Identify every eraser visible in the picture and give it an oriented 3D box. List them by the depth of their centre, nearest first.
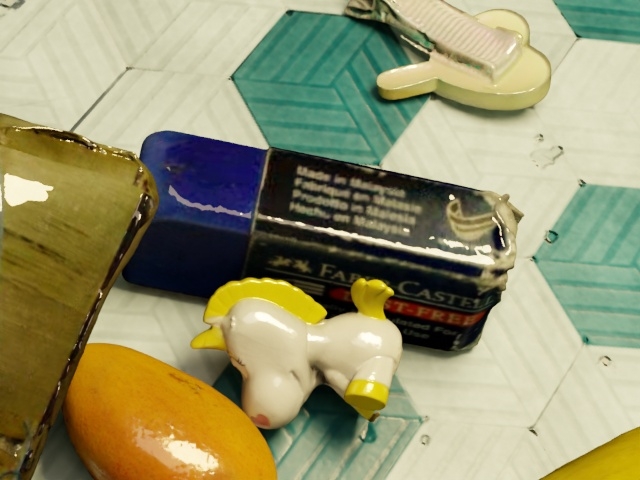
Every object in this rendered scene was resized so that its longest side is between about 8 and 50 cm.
[{"bbox_3d":[0.000,0.000,1.596,0.332,0.155,0.102,11,58,-4],"label":"eraser"}]

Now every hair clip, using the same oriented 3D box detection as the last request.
[{"bbox_3d":[0.119,-0.189,1.785,0.218,0.071,0.159,33,61,17],"label":"hair clip"}]

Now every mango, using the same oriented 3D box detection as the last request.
[{"bbox_3d":[-0.126,0.160,1.508,0.217,0.102,0.141,43,55,13],"label":"mango"}]

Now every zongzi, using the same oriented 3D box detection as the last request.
[{"bbox_3d":[-0.349,0.037,1.395,0.393,0.174,0.356,26,79,-33],"label":"zongzi"}]

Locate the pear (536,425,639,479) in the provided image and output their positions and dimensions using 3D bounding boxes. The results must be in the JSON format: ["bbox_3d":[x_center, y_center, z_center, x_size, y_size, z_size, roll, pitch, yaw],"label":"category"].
[{"bbox_3d":[0.299,0.297,1.353,0.418,0.362,0.362,11,57,-10],"label":"pear"}]

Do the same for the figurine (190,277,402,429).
[{"bbox_3d":[-0.020,0.092,1.561,0.178,0.130,0.109,-3,18,-2],"label":"figurine"}]
